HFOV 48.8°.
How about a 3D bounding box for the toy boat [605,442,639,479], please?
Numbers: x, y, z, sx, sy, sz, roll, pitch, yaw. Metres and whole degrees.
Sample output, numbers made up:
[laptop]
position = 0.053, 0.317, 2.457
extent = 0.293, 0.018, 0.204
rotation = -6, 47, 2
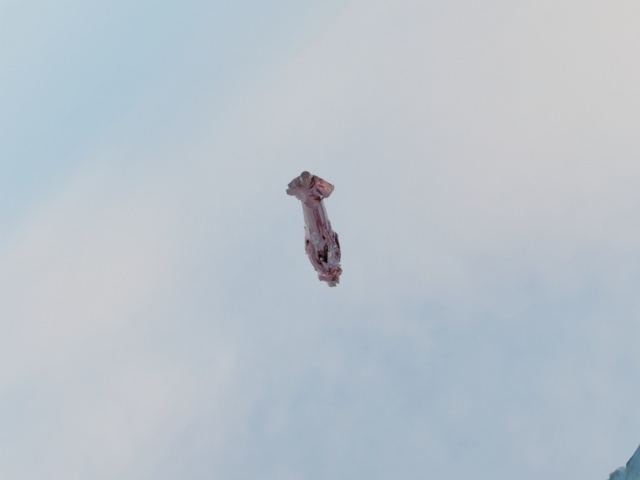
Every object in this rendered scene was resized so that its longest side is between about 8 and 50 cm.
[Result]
[toy boat]
position = 0.325, 0.229, 0.618
extent = 0.238, 0.098, 0.109
rotation = -64, -150, 5

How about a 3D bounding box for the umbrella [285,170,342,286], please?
[umbrella]
position = 0.000, 0.000, 0.500
extent = 0.027, 0.165, 0.025
rotation = 33, -109, 22
